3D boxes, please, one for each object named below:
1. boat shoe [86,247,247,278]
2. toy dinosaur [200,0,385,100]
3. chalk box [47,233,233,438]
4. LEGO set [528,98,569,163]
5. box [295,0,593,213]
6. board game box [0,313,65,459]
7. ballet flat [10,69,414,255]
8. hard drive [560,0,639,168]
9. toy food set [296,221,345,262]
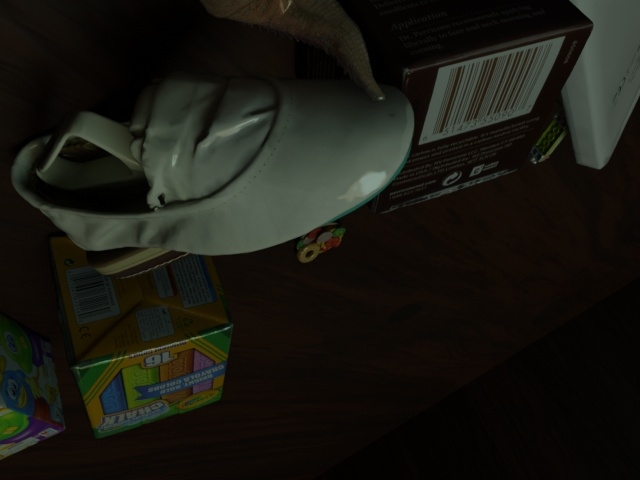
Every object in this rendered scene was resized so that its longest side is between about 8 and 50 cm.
[{"bbox_3d":[-0.088,-0.033,0.646,0.341,0.123,0.123,-29,131,-9],"label":"boat shoe"},{"bbox_3d":[-0.070,-0.205,0.335,0.200,0.127,0.296,-22,125,19],"label":"toy dinosaur"},{"bbox_3d":[-0.232,0.129,0.751,0.179,0.180,0.289,-13,148,-22],"label":"chalk box"},{"bbox_3d":[0.254,-0.185,0.711,0.132,0.107,0.287,-22,150,-7],"label":"LEGO set"},{"bbox_3d":[0.089,-0.167,0.514,0.168,0.203,0.167,-17,149,-14],"label":"box"},{"bbox_3d":[-0.449,0.163,0.666,0.144,0.142,0.275,-25,150,-4],"label":"board game box"},{"bbox_3d":[-0.125,-0.062,0.453,0.399,0.139,0.139,-6,166,38],"label":"ballet flat"},{"bbox_3d":[0.324,-0.254,0.611,0.233,0.047,0.353,-63,147,-4],"label":"hard drive"},{"bbox_3d":[0.000,0.000,0.886,0.083,0.020,0.083,-17,148,-16],"label":"toy food set"}]
